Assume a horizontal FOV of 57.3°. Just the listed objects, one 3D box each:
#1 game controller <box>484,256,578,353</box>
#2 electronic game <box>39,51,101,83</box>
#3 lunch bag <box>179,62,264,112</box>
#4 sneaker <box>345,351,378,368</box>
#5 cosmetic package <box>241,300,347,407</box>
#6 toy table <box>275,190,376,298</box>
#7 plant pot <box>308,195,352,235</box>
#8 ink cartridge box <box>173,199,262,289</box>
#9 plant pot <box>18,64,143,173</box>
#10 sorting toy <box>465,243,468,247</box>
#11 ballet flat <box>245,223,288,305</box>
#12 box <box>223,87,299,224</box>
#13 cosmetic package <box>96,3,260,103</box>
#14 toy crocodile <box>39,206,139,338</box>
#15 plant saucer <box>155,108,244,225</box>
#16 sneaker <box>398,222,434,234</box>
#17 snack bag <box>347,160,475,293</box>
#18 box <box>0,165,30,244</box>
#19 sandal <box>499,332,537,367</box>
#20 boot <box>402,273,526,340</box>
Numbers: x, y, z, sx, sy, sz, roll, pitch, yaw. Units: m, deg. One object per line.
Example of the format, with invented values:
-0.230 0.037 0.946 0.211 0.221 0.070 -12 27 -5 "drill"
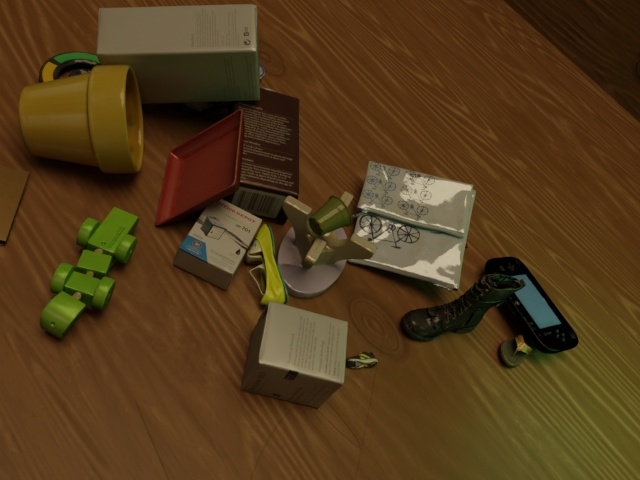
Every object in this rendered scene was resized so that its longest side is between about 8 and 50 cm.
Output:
0.590 0.176 1.654 0.167 0.067 0.319 3 47 -41 "game controller"
-0.630 -0.427 1.575 0.229 0.048 0.229 13 50 -16 "electronic game"
-0.328 -0.495 1.729 0.303 0.115 0.243 -30 75 -39 "lunch bag"
0.095 0.283 1.391 0.083 0.031 0.035 7 39 -26 "sneaker"
-0.055 0.247 1.261 0.184 0.151 0.151 16 50 -12 "cosmetic package"
0.000 0.000 1.473 0.252 0.161 0.274 22 50 -9 "toy table"
0.017 -0.050 1.369 0.079 0.083 0.083 -34 73 -24 "plant pot"
-0.243 0.003 1.408 0.140 0.082 0.190 27 50 -5 "ink cartridge box"
-0.559 -0.283 1.383 0.239 0.254 0.254 -2 55 -9 "plant pot"
0.370 -0.089 1.791 0.132 0.046 0.274 3 55 -23 "sorting toy"
-0.139 0.058 1.421 0.077 0.077 0.231 -5 59 -20 "ballet flat"
-0.166 -0.243 1.596 0.191 0.143 0.381 12 53 -16 "box"
-0.351 -0.473 1.503 0.385 0.217 0.156 -1 69 -5 "cosmetic package"
-0.481 0.057 1.251 0.115 0.105 0.340 20 44 -10 "toy crocodile"
-0.284 -0.171 1.444 0.048 0.258 0.259 40 37 -42 "plant saucer"
0.250 -0.024 1.671 0.083 0.084 0.215 -31 68 -25 "sneaker"
0.250 -0.048 1.619 0.323 0.037 0.342 15 63 4 "snack bag"
-0.747 -0.088 1.278 0.165 0.021 0.201 11 51 -18 "box"
0.551 0.285 1.588 0.180 0.049 0.072 -15 63 -33 "sandal"
0.357 0.155 1.474 0.263 0.229 0.091 -3 57 -28 "boot"
